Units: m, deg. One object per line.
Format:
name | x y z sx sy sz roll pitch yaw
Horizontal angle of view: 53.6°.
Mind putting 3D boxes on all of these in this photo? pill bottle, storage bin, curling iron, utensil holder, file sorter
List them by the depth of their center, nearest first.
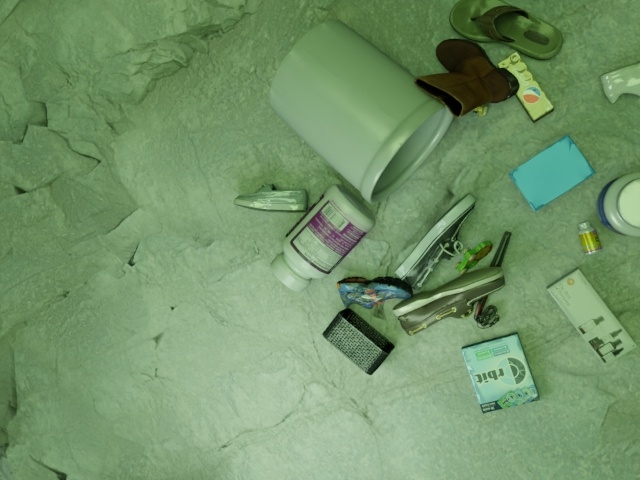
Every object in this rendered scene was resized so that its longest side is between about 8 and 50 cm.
pill bottle | 0.743 -0.084 1.494 0.152 0.272 0.152 1 93 18
file sorter | 0.591 -0.170 1.628 0.170 0.104 0.118 -35 82 17
pill bottle | 0.692 -0.007 1.633 0.043 0.043 0.083 -18 87 18
utensil holder | 0.102 -0.341 1.672 0.385 0.327 0.327 43 104 15
curling iron | 0.474 0.108 1.715 0.068 0.035 0.274 13 97 13
storage bin | 0.108 0.284 1.794 0.180 0.122 0.084 40 103 13
pill bottle | 0.000 0.000 1.795 0.169 0.169 0.301 46 105 11

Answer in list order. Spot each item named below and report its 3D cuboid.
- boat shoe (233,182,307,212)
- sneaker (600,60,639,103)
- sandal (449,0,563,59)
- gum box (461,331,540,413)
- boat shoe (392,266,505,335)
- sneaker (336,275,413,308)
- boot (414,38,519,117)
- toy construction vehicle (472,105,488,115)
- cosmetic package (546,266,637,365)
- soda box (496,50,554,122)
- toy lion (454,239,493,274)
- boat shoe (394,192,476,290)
boat shoe | -0.146 -0.129 1.890 0.227 0.079 0.081 4 84 13
sneaker | 0.815 -0.403 1.570 0.212 0.080 0.094 -16 99 25
sandal | 0.486 -0.567 1.654 0.303 0.086 0.120 23 99 16
gum box | 0.487 0.358 1.717 0.157 0.041 0.184 -20 85 18
boat shoe | 0.355 0.166 1.711 0.324 0.116 0.096 -25 94 25
sneaker | 0.157 0.152 1.806 0.221 0.083 0.087 0 105 24
boot | 0.328 -0.411 1.604 0.264 0.280 0.096 48 139 21
toy construction vehicle | 0.409 -0.380 1.714 0.098 0.035 0.086 19 98 16
cosmetic package | 0.696 0.194 1.632 0.099 0.060 0.239 -38 81 15
soda box | 0.536 -0.401 1.660 0.061 0.058 0.181 -33 83 17
toy lion | 0.419 0.042 1.709 0.034 0.096 0.100 54 147 29
boat shoe | 0.332 0.011 1.718 0.105 0.113 0.306 41 106 6
